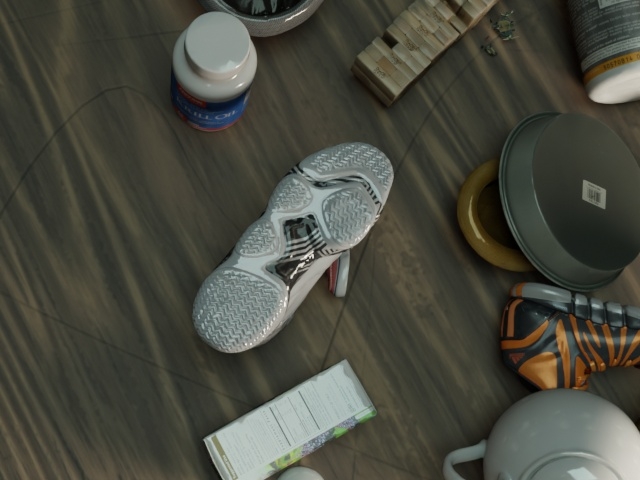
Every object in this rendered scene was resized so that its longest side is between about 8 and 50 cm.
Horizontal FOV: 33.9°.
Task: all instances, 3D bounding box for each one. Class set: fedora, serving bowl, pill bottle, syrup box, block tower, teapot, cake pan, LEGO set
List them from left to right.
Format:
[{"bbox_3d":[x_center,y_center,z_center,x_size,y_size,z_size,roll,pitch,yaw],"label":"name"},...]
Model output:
[{"bbox_3d":[-0.158,-0.250,1.548,0.124,0.221,0.124,2,77,-8],"label":"pill bottle"},{"bbox_3d":[-0.102,-0.447,1.649,0.243,0.124,0.275,-15,89,-9],"label":"fedora"},{"bbox_3d":[-0.048,0.269,1.517,0.237,0.093,0.096,-29,84,-13],"label":"syrup box"},{"bbox_3d":[-0.028,0.371,1.532,0.083,0.027,0.083,2,77,-8],"label":"serving bowl"},{"bbox_3d":[0.192,-0.357,1.692,0.335,0.091,0.097,-44,88,-15],"label":"block tower"},{"bbox_3d":[0.297,-0.345,1.744,0.083,0.023,0.054,-41,84,-1],"label":"LEGO set"},{"bbox_3d":[0.291,-0.035,1.641,0.194,0.079,0.194,4,78,-18],"label":"fedora"},{"bbox_3d":[0.342,0.340,1.473,0.256,0.187,0.252,-34,98,16],"label":"teapot"},{"bbox_3d":[0.401,-0.068,1.621,0.293,0.054,0.293,10,71,-31],"label":"cake pan"},{"bbox_3d":[0.485,-0.375,1.704,0.162,0.162,0.278,-7,79,-10],"label":"pill bottle"}]

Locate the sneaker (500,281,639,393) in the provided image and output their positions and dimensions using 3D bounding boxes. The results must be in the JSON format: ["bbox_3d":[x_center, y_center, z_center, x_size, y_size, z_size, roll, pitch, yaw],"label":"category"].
[{"bbox_3d":[0.428,0.186,1.606,0.321,0.124,0.180,13,80,5],"label":"sneaker"}]

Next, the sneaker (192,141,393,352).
[{"bbox_3d":[-0.047,0.016,1.511,0.137,0.210,0.366,41,76,2],"label":"sneaker"}]

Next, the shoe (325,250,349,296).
[{"bbox_3d":[0.000,0.000,1.602,0.081,0.063,0.178,2,72,-7],"label":"shoe"}]

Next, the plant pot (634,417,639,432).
[{"bbox_3d":[0.594,0.273,1.530,0.254,0.237,0.237,-35,83,27],"label":"plant pot"}]
